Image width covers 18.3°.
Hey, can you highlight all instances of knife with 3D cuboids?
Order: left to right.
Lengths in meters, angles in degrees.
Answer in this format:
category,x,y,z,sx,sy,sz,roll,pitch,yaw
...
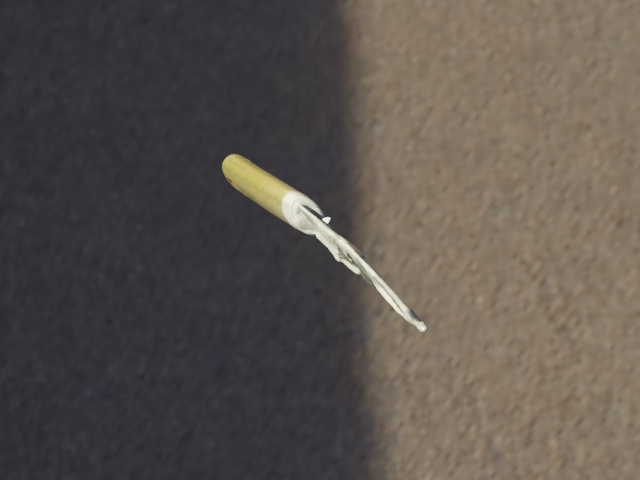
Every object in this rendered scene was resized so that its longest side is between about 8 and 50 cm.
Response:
category,x,y,z,sx,sy,sz,roll,pitch,yaw
knife,0.002,-0.002,0.955,0.047,0.017,0.298,53,-6,-19
